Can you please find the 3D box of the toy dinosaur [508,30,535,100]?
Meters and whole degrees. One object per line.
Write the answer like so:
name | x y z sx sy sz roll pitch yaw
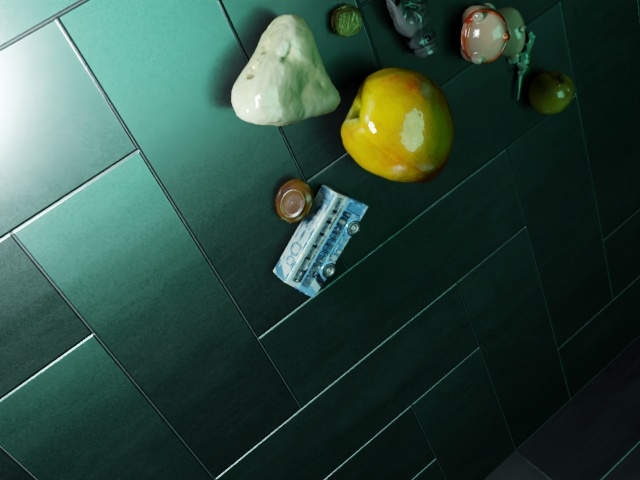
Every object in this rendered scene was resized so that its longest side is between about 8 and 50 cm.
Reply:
toy dinosaur | 0.624 -0.534 2.146 0.106 0.044 0.187 -42 128 -30

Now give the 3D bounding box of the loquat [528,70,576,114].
loquat | 0.713 -0.455 2.170 0.141 0.141 0.141 -14 118 -28

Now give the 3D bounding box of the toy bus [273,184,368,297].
toy bus | 0.000 0.000 1.932 0.131 0.106 0.297 25 97 -35

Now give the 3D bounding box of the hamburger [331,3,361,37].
hamburger | 0.065 -0.550 1.760 0.083 0.044 0.076 -16 121 -25

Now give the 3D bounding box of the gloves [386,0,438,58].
gloves | 0.234 -0.592 1.812 0.142 0.119 0.285 -44 143 -23

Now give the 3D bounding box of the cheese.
cheese | -0.103 -0.383 1.642 0.248 0.173 0.251 -34 127 -28

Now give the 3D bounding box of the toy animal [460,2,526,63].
toy animal | 0.472 -0.572 1.958 0.197 0.171 0.171 -17 120 -35

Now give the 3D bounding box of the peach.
peach | 0.217 -0.294 1.826 0.307 0.289 0.289 20 99 -18

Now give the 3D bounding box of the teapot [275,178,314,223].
teapot | -0.068 -0.103 1.863 0.098 0.078 0.129 24 111 2
